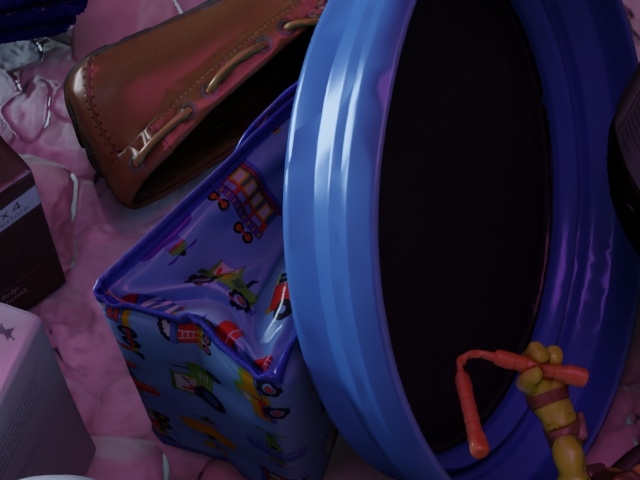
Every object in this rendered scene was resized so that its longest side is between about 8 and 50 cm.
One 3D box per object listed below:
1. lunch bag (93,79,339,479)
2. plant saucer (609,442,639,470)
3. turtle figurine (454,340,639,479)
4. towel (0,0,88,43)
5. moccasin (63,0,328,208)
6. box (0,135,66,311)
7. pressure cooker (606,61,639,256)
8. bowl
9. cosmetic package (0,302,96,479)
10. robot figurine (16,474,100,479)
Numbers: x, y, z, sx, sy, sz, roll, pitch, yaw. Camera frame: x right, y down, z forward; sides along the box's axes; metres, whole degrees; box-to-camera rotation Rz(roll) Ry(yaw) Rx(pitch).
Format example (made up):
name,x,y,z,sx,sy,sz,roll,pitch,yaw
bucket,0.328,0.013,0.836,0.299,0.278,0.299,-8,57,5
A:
name,x,y,z,sx,sy,sz,roll,pitch,yaw
lunch bag,0.000,0.000,1.037,0.138,0.221,0.293,25,65,18
plant saucer,0.307,0.199,0.963,0.311,0.050,0.310,-5,35,4
turtle figurine,0.194,0.171,0.887,0.217,0.087,0.269,-15,68,-28
towel,-0.318,-0.266,1.244,0.228,0.076,0.308,-14,54,-7
moccasin,-0.005,-0.148,1.165,0.380,0.139,0.147,-27,67,-13
box,-0.315,-0.026,1.084,0.168,0.167,0.203,-37,69,-18
pressure cooker,0.411,-0.131,0.917,0.370,0.420,0.375,38,38,22
bowl,0.105,-0.024,0.982,0.077,0.391,0.391,2,58,33
cosmetic package,-0.259,0.167,0.952,0.138,0.224,0.224,18,64,9
robot figurine,-0.094,0.245,0.811,0.300,0.353,0.200,-42,43,18
